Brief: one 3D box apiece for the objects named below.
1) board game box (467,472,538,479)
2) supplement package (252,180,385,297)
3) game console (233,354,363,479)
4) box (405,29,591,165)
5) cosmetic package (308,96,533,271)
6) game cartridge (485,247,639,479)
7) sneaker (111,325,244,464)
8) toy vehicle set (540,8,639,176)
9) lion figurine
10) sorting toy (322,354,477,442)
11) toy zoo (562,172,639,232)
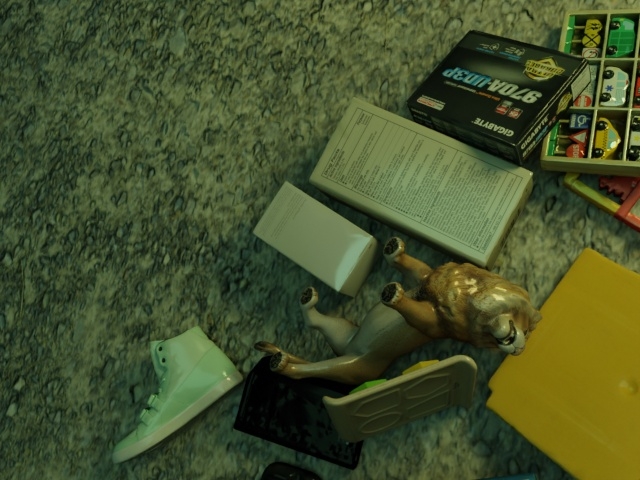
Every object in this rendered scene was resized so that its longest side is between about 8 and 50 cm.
[{"bbox_3d":[0.159,0.480,0.828,0.308,0.086,0.302,-12,77,14],"label":"board game box"},{"bbox_3d":[0.000,0.000,1.054,0.179,0.105,0.105,33,91,21],"label":"supplement package"},{"bbox_3d":[-0.057,0.381,1.035,0.213,0.044,0.362,13,83,19],"label":"game console"},{"bbox_3d":[0.268,-0.227,0.986,0.175,0.051,0.220,-48,48,-8],"label":"box"},{"bbox_3d":[0.158,-0.087,1.017,0.309,0.113,0.160,29,89,21],"label":"cosmetic package"},{"bbox_3d":[0.422,0.203,0.867,0.323,0.052,0.285,37,93,40],"label":"game cartridge"},{"bbox_3d":[-0.272,0.257,1.097,0.255,0.094,0.151,-38,77,-3],"label":"sneaker"},{"bbox_3d":[0.436,-0.226,0.963,0.165,0.035,0.267,7,72,25],"label":"toy vehicle set"},{"bbox_3d":[0.110,0.135,0.965,0.392,0.240,0.142,-27,45,34],"label":"lion figurine"},{"bbox_3d":[0.114,0.224,0.915,0.208,0.193,0.038,-16,57,0],"label":"sorting toy"},{"bbox_3d":[0.505,-0.108,0.954,0.293,0.030,0.192,37,92,20],"label":"toy zoo"}]
